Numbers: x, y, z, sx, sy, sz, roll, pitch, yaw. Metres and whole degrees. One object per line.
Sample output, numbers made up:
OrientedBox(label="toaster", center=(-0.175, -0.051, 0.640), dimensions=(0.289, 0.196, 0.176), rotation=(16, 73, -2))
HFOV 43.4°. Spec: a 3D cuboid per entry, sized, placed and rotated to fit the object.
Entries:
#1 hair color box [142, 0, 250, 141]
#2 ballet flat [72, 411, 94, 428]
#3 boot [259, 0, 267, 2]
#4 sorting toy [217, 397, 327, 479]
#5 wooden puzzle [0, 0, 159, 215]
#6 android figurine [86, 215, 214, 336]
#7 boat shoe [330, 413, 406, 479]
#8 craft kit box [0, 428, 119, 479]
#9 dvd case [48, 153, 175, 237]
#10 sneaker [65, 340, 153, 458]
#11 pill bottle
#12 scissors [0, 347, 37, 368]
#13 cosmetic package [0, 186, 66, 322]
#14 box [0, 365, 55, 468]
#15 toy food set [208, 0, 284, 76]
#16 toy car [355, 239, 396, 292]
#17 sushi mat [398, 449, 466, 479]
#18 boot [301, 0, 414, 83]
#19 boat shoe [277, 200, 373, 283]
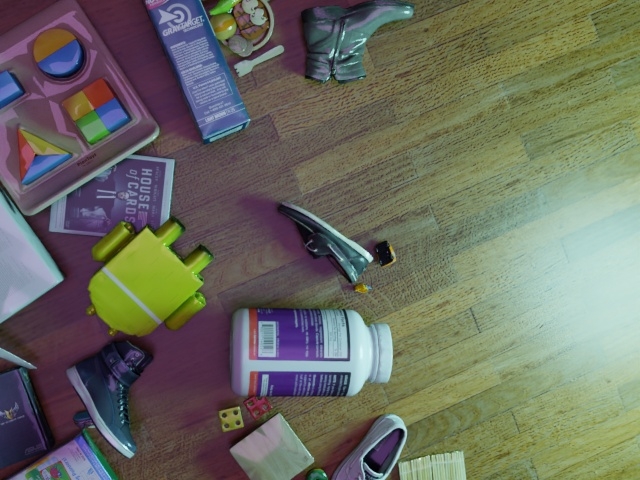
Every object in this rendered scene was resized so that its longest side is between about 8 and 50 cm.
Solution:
OrientedBox(label="hair color box", center=(-0.254, -0.373, 1.595), dimensions=(0.105, 0.174, 0.347), rotation=(-24, 96, -7))
OrientedBox(label="ballet flat", center=(-0.456, 0.369, 1.681), dimensions=(0.114, 0.041, 0.041), rotation=(-11, 95, -7))
OrientedBox(label="boot", center=(-0.138, -0.546, 1.672), dimensions=(0.118, 0.042, 0.087), rotation=(40, 81, -9))
OrientedBox(label="sorting toy", center=(-0.111, 0.447, 1.724), dimensions=(0.132, 0.046, 0.274), rotation=(-36, 98, -4))
OrientedBox(label="wooden puzzle", center=(-0.543, -0.272, 1.588), dimensions=(0.322, 0.080, 0.347), rotation=(-33, 90, -4))
OrientedBox(label="android figurine", center=(-0.358, 0.083, 1.651), dimensions=(0.273, 0.056, 0.248), rotation=(-44, 104, 4))
OrientedBox(label="boat shoe", center=(0.098, 0.493, 1.735), dimensions=(0.095, 0.084, 0.258), rotation=(29, 89, -9))
OrientedBox(label="craft kit box", center=(-0.532, 0.562, 1.670), dimensions=(0.247, 0.061, 0.249), rotation=(-31, 97, -8))
OrientedBox(label="dvd case", center=(-0.429, -0.093, 1.660), dimensions=(0.239, 0.029, 0.179), rotation=(6, 93, -7))
OrientedBox(label="sneaker", center=(-0.393, 0.310, 1.632), dimensions=(0.163, 0.086, 0.226), rotation=(-33, 74, -9))
OrientedBox(label="pill bottle", center=(-0.023, 0.231, 1.656), dimensions=(0.323, 0.181, 0.181), rotation=(2, 93, -8))
OrientedBox(label="scissors", center=(-0.675, 0.182, 1.545), dimensions=(0.297, 0.021, 0.109), rotation=(18, 96, -34))
OrientedBox(label="cosmetic package", center=(-0.736, 0.005, 1.588), dimensions=(0.284, 0.097, 0.377), rotation=(-34, 97, -5))
OrientedBox(label="box", center=(-0.685, 0.378, 1.635), dimensions=(0.233, 0.059, 0.183), rotation=(-19, 94, -6))
OrientedBox(label="toy food set", center=(-0.160, -0.446, 1.647), dimensions=(0.132, 0.038, 0.192), rotation=(-28, 110, -1))
OrientedBox(label="toy car", center=(0.118, 0.058, 1.749), dimensions=(0.122, 0.060, 0.040), rotation=(-44, 142, 13))
OrientedBox(label="sushi mat", center=(0.263, 0.632, 1.798), dimensions=(0.152, 0.019, 0.316), rotation=(-7, 94, -6))
OrientedBox(label="boot", center=(0.081, -0.417, 1.696), dimensions=(0.247, 0.083, 0.161), rotation=(-8, 101, -2))
OrientedBox(label="boat shoe", center=(0.000, 0.000, 1.696), dimensions=(0.233, 0.084, 0.079), rotation=(37, 87, -11))
